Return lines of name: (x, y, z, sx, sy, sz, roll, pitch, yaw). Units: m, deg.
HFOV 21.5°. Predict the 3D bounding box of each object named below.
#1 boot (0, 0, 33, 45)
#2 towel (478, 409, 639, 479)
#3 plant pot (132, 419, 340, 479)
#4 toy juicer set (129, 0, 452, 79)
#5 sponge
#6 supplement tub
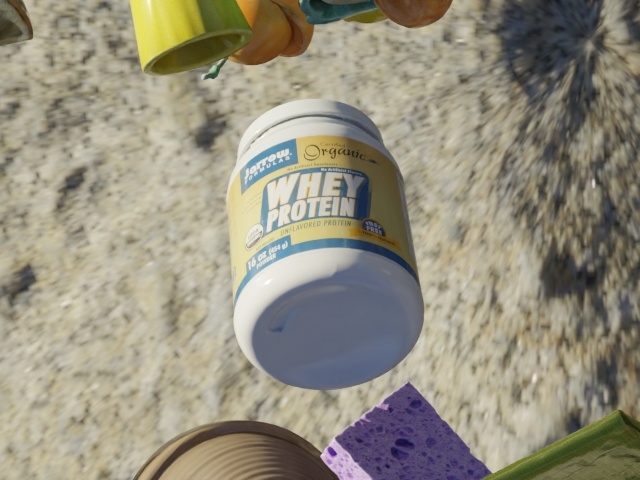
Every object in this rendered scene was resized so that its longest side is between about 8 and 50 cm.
boot: (-0.334, -0.280, 1.590, 0.089, 0.236, 0.269, -44, 58, 20)
towel: (0.054, 0.147, 0.787, 0.237, 0.102, 0.021, -29, 62, 18)
plant pot: (-0.053, 0.273, 1.463, 0.237, 0.110, 0.237, 4, 81, -28)
toy juicer set: (0.059, -0.168, 1.031, 0.329, 0.209, 0.089, -21, 83, 14)
sponge: (0.107, 0.224, 1.408, 0.210, 0.117, 0.031, 46, 131, 12)
supplement tub: (0.000, 0.000, 1.314, 0.144, 0.199, 0.144, -4, 136, -4)
